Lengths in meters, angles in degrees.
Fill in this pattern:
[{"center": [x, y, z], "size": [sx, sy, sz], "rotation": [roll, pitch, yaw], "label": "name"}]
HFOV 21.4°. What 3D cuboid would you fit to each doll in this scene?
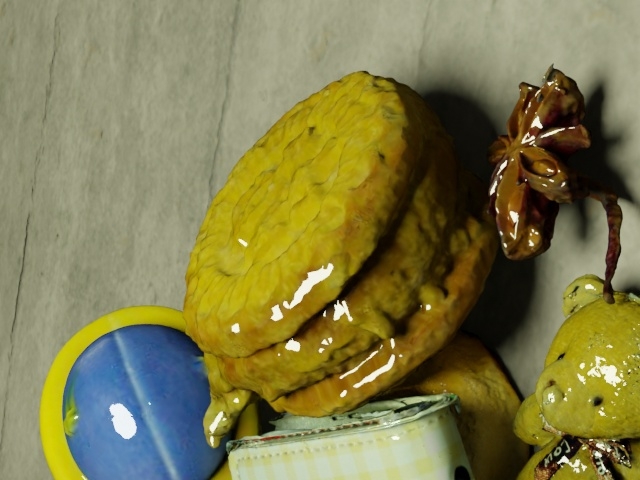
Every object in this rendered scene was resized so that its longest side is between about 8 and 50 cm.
[{"center": [-0.115, 0.199, 1.284], "size": [0.242, 0.160, 0.311], "rotation": [106, 141, -58], "label": "doll"}, {"center": [0.167, 0.129, 1.069], "size": [0.137, 0.097, 0.209], "rotation": [36, 120, 44], "label": "doll"}]

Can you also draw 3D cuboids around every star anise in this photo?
[{"center": [0.154, -0.031, 1.094], "size": [0.097, 0.070, 0.190], "rotation": [-46, 32, 35], "label": "star anise"}]

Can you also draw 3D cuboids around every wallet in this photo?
[{"center": [0.054, 0.264, 1.157], "size": [0.223, 0.077, 0.309], "rotation": [-14, 94, 47], "label": "wallet"}]

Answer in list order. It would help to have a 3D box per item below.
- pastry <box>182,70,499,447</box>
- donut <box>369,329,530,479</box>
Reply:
[{"center": [0.000, 0.000, 1.171], "size": [0.235, 0.132, 0.240], "rotation": [-20, 35, 36], "label": "pastry"}, {"center": [0.078, 0.137, 1.196], "size": [0.152, 0.058, 0.152], "rotation": [0, 90, 47], "label": "donut"}]
